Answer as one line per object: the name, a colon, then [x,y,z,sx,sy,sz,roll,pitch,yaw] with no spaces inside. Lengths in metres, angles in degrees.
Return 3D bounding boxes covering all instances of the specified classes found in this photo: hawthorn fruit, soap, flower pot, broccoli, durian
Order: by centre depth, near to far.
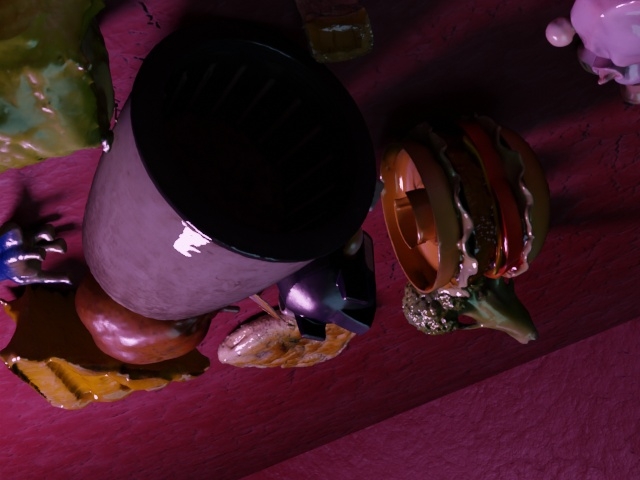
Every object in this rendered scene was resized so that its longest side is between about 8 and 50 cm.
durian: [-0.312,-0.146,0.821,0.340,0.204,0.256,-19,168,7]
flower pot: [-0.144,-0.055,1.051,0.294,0.293,0.330,0,158,-35]
hawthorn fruit: [-0.246,0.092,1.356,0.248,0.208,0.208,1,162,20]
soap: [-0.366,0.172,1.519,0.305,0.169,0.338,-14,158,-7]
broccoli: [0.317,0.072,1.777,0.302,0.186,0.254,3,109,-38]

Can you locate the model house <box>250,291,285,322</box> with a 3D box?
model house: [-0.107,0.014,1.401,0.136,0.207,0.219,-54,156,-8]

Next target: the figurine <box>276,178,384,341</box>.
figurine: [-0.003,0.002,1.238,0.143,0.308,0.308,-2,154,-9]

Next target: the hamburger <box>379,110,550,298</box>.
hamburger: [0.226,-0.056,1.299,0.212,0.274,0.274,-14,156,-12]

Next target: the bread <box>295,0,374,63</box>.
bread: [0.015,-0.244,0.978,0.070,0.076,0.083,-21,157,0]

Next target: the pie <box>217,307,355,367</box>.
pie: [-0.066,0.221,1.943,0.338,0.075,0.337,-14,156,-7]

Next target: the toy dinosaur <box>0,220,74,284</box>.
toy dinosaur: [-0.473,0.029,1.262,0.188,0.075,0.247,-11,163,3]

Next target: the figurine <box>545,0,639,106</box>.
figurine: [0.391,-0.273,1.103,0.200,0.133,0.276,-23,157,4]
